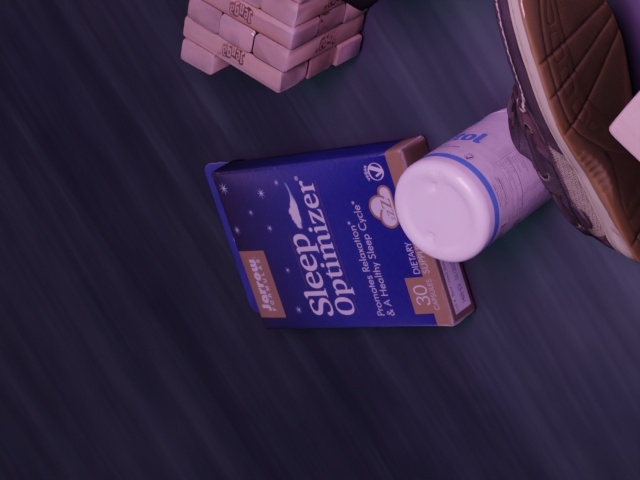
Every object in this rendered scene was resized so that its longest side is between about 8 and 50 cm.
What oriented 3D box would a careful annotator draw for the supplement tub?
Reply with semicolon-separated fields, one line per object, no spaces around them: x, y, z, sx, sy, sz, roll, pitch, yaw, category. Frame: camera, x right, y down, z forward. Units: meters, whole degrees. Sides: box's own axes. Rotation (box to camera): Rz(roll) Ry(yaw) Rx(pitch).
0.103;-0.037;0.921;0.071;0.107;0.071;20;125;31;supplement tub

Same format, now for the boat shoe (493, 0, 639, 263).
0.145;-0.074;0.857;0.073;0.080;0.223;7;140;46;boat shoe

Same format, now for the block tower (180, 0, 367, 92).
-0.008;-0.253;0.905;0.097;0.091;0.335;33;132;23;block tower

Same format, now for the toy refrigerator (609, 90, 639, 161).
0.299;-0.014;0.780;0.269;0.094;0.102;45;128;11;toy refrigerator

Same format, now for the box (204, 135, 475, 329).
0.000;0.000;1.082;0.225;0.036;0.136;-4;111;43;box

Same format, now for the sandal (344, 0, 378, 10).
0.146;-0.251;0.737;0.107;0.167;0.446;33;136;-11;sandal
